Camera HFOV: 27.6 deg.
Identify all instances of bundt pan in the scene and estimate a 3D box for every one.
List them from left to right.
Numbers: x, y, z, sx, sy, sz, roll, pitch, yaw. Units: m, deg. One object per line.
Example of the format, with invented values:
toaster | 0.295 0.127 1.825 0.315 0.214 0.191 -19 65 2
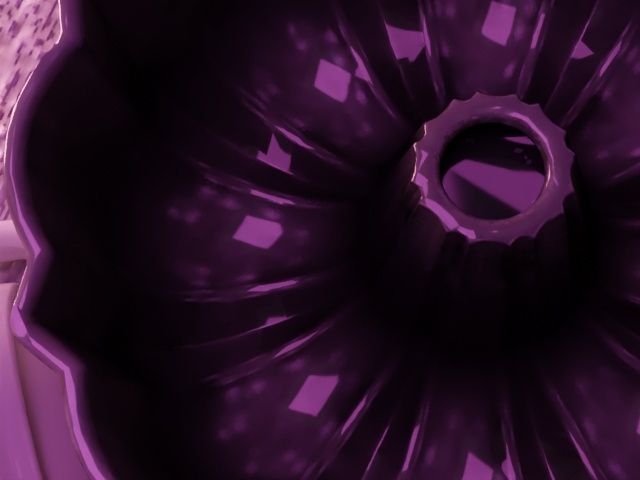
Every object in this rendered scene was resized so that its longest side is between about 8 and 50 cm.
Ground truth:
bundt pan | 0.059 -0.007 0.484 0.331 0.124 0.330 -1 73 2

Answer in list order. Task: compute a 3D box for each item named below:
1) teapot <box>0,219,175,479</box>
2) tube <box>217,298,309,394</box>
teapot | -0.148 0.101 0.510 0.187 0.252 0.256 -17 81 -6
tube | 0.000 0.000 0.577 0.080 0.052 0.207 24 78 15
